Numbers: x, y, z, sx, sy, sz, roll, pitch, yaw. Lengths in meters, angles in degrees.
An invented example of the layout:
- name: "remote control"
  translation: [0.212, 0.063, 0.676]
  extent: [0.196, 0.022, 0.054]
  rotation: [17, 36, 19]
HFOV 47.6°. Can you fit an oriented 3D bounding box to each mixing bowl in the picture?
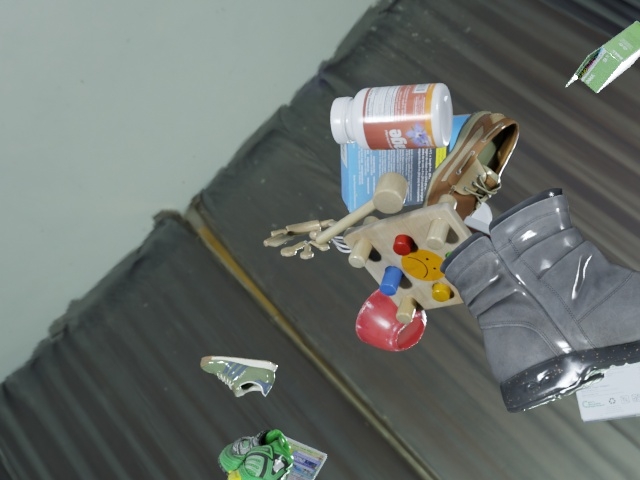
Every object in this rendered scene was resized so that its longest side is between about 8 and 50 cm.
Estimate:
- name: "mixing bowl"
  translation: [0.186, 0.198, 1.746]
  extent: [0.182, 0.098, 0.181]
  rotation: [-20, 128, -28]

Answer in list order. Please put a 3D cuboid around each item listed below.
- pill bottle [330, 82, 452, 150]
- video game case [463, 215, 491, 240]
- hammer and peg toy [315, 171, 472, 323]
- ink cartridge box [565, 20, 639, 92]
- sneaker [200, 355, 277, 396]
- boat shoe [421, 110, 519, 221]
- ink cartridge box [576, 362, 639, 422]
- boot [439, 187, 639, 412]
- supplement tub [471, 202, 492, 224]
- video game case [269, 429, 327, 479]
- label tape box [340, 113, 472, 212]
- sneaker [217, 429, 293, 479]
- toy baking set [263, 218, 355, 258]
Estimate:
- name: "pill bottle"
  translation: [0.135, -0.233, 1.390]
  extent: [0.121, 0.216, 0.121]
  rotation: [1, 90, -67]
- name: "video game case"
  translation: [0.397, 0.073, 1.574]
  extent: [0.025, 0.204, 0.285]
  rotation: [-54, 156, -24]
- name: "hammer and peg toy"
  translation: [0.175, 0.007, 1.454]
  extent: [0.361, 0.266, 0.127]
  rotation: [49, 44, -27]
- name: "ink cartridge box"
  translation: [0.677, -0.418, 1.695]
  extent: [0.209, 0.062, 0.109]
  rotation: [-35, 165, -28]
- name: "sneaker"
  translation: [-0.202, 0.328, 1.734]
  extent: [0.064, 0.192, 0.086]
  rotation: [68, 27, -60]
- name: "boat shoe"
  translation: [0.331, -0.141, 1.592]
  extent: [0.123, 0.120, 0.323]
  rotation: [30, 82, -37]
- name: "ink cartridge box"
  translation: [0.839, 0.304, 1.959]
  extent: [0.324, 0.329, 0.071]
  rotation: [-13, 154, 19]
- name: "boot"
  translation: [0.303, 0.032, 0.796]
  extent: [0.338, 0.222, 0.118]
  rotation: [-29, 159, 23]
- name: "supplement tub"
  translation: [0.387, -0.069, 2.089]
  extent: [0.117, 0.190, 0.116]
  rotation: [-9, 106, -32]
- name: "video game case"
  translation: [-0.114, 0.713, 2.307]
  extent: [0.193, 0.213, 0.023]
  rotation: [-49, 151, -49]
- name: "label tape box"
  translation: [0.222, -0.216, 1.865]
  extent: [0.334, 0.106, 0.240]
  rotation: [-7, 121, -8]
- name: "sneaker"
  translation: [-0.124, 0.484, 1.586]
  extent: [0.146, 0.134, 0.343]
  rotation: [-49, -172, -13]
- name: "toy baking set"
  translation: [-0.003, -0.002, 1.752]
  extent: [0.256, 0.197, 0.030]
  rotation: [-13, 116, -15]
